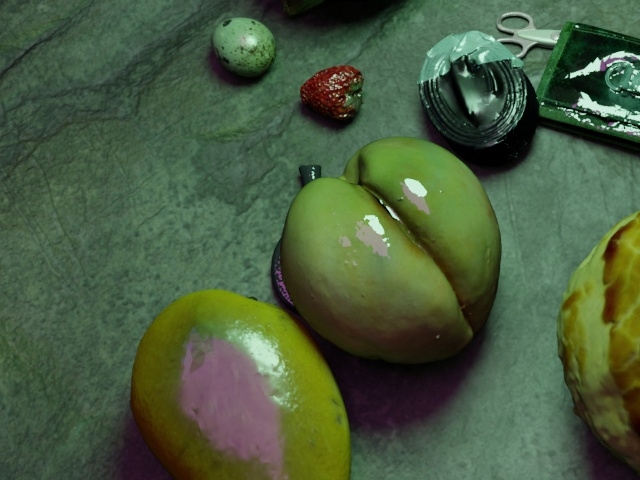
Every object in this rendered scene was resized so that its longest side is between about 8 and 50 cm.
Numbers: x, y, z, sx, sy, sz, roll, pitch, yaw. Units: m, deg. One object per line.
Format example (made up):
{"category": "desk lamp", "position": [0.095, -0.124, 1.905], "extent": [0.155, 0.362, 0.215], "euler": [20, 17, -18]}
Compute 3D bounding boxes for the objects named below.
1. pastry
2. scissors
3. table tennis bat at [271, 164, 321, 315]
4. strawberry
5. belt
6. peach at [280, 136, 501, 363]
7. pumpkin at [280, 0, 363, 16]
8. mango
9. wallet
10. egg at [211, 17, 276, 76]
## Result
{"category": "pastry", "position": [0.472, 0.111, 1.553], "extent": [0.388, 0.312, 0.388], "euler": [-7, 63, 13]}
{"category": "scissors", "position": [0.335, -0.290, 1.930], "extent": [0.176, 0.022, 0.085], "euler": [9, 65, 19]}
{"category": "table tennis bat", "position": [0.000, 0.000, 1.860], "extent": [0.150, 0.027, 0.236], "euler": [-11, 65, 5]}
{"category": "strawberry", "position": [0.017, -0.213, 1.931], "extent": [0.096, 0.083, 0.083], "euler": [-4, 64, 17]}
{"category": "belt", "position": [0.221, -0.203, 1.865], "extent": [0.151, 0.078, 0.198], "euler": [-33, 59, 12]}
{"category": "peach", "position": [0.097, 0.019, 1.709], "extent": [0.247, 0.292, 0.292], "euler": [-5, 53, 59]}
{"category": "pumpkin", "position": [0.024, -0.456, 1.973], "extent": [0.296, 0.296, 0.296], "euler": [-4, 64, 9]}
{"category": "mango", "position": [-0.095, 0.226, 1.683], "extent": [0.253, 0.182, 0.365], "euler": [-27, 62, -3]}
{"category": "wallet", "position": [0.421, -0.209, 1.850], "extent": [0.236, 0.055, 0.160], "euler": [20, 77, 19]}
{"category": "egg", "position": [-0.115, -0.289, 1.986], "extent": [0.110, 0.085, 0.085], "euler": [31, 74, 38]}
